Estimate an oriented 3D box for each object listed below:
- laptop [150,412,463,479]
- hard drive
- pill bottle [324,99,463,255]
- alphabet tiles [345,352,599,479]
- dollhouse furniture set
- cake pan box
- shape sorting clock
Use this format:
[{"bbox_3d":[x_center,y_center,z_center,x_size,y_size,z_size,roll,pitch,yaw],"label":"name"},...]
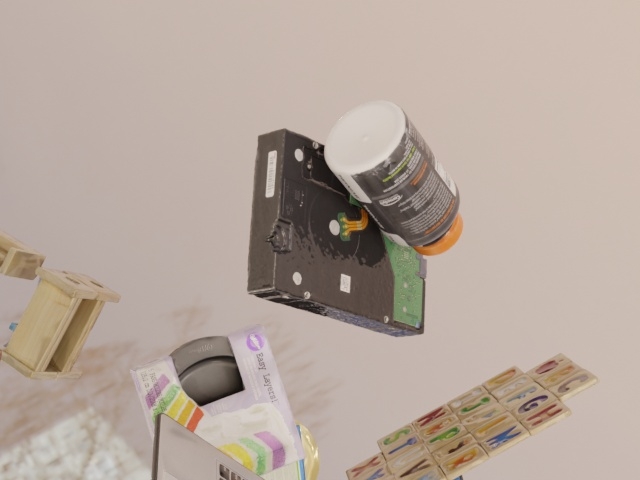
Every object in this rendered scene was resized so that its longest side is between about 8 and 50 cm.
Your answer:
[{"bbox_3d":[-0.003,0.394,1.681,0.408,0.236,0.382,38,21,-24],"label":"laptop"},{"bbox_3d":[0.033,-0.002,1.832,0.064,0.339,0.237,-11,-110,41],"label":"hard drive"},{"bbox_3d":[0.117,-0.077,1.789,0.130,0.130,0.246,34,-11,46],"label":"pill bottle"},{"bbox_3d":[0.192,0.247,1.647,0.011,0.342,0.285,62,-1,-6],"label":"alphabet tiles"},{"bbox_3d":[-0.385,0.081,1.642,0.183,0.129,0.129,29,3,20],"label":"dollhouse furniture set"},{"bbox_3d":[-0.179,0.298,2.198,0.070,0.245,0.267,-10,-83,70],"label":"cake pan box"},{"bbox_3d":[-0.104,0.440,2.488,0.040,0.206,0.206,-133,-160,-78],"label":"shape sorting clock"}]
